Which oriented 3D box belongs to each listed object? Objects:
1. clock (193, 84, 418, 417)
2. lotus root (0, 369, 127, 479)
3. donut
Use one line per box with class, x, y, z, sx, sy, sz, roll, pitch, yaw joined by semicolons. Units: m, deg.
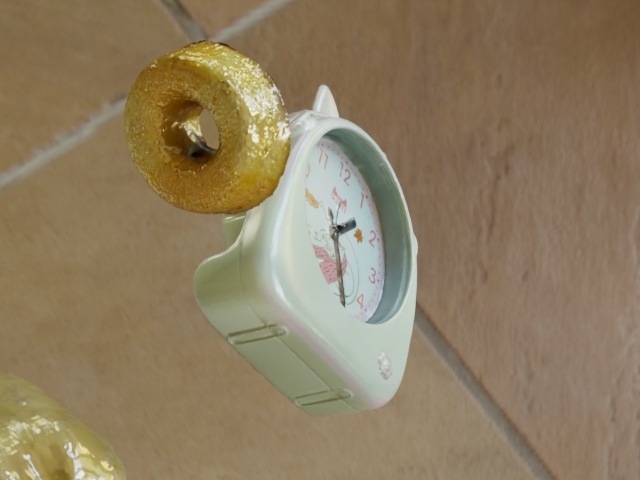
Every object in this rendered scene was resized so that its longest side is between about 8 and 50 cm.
clock;0.000;0.000;1.608;0.108;0.265;0.324;-15;46;32
lotus root;-0.281;0.189;1.266;0.169;0.151;0.342;-18;22;-32
donut;-0.097;-0.089;1.242;0.152;0.058;0.152;8;104;34
